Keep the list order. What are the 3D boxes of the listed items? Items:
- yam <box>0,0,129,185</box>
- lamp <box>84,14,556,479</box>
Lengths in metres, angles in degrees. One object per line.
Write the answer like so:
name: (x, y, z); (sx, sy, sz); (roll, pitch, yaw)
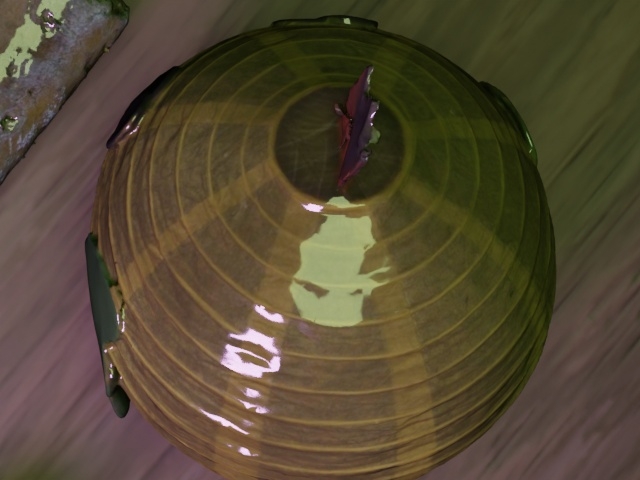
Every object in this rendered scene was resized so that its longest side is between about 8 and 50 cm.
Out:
yam: (-0.181, -0.077, 1.018); (0.078, 0.078, 0.179); (36, 86, -9)
lamp: (0.000, 0.000, 0.943); (0.250, 0.284, 0.250); (2, 66, -4)
